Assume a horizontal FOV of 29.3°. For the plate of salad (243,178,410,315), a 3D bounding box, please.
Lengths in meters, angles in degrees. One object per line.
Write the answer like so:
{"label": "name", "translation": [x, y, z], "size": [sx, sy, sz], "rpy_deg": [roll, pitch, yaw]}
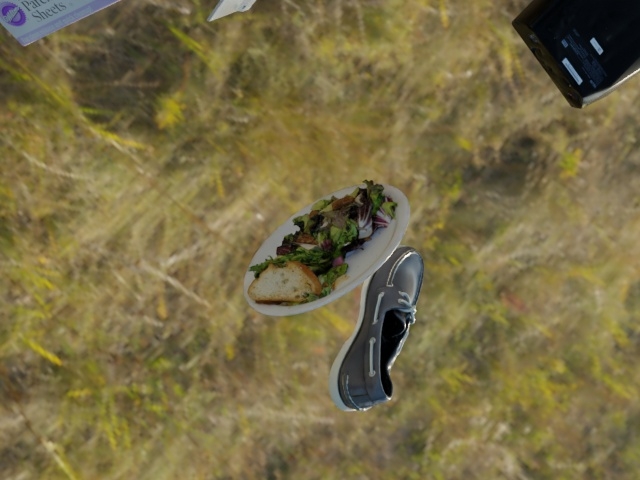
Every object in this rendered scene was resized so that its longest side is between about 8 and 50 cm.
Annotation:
{"label": "plate of salad", "translation": [0.000, 0.000, 1.277], "size": [0.200, 0.200, 0.048], "rpy_deg": [-41, 119, -12]}

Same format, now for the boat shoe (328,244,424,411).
{"label": "boat shoe", "translation": [0.076, 0.088, 1.261], "size": [0.075, 0.065, 0.206], "rpy_deg": [50, 49, -31]}

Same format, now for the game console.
{"label": "game console", "translation": [0.227, -0.305, 1.107], "size": [0.213, 0.044, 0.361], "rpy_deg": [-45, 118, -7]}

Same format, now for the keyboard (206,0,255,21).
{"label": "keyboard", "translation": [-0.090, -0.368, 1.699], "size": [0.072, 0.014, 0.256], "rpy_deg": [-21, 174, -27]}

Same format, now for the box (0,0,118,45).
{"label": "box", "translation": [-0.165, -0.259, 1.072], "size": [0.067, 0.324, 0.063], "rpy_deg": [50, 41, -32]}
